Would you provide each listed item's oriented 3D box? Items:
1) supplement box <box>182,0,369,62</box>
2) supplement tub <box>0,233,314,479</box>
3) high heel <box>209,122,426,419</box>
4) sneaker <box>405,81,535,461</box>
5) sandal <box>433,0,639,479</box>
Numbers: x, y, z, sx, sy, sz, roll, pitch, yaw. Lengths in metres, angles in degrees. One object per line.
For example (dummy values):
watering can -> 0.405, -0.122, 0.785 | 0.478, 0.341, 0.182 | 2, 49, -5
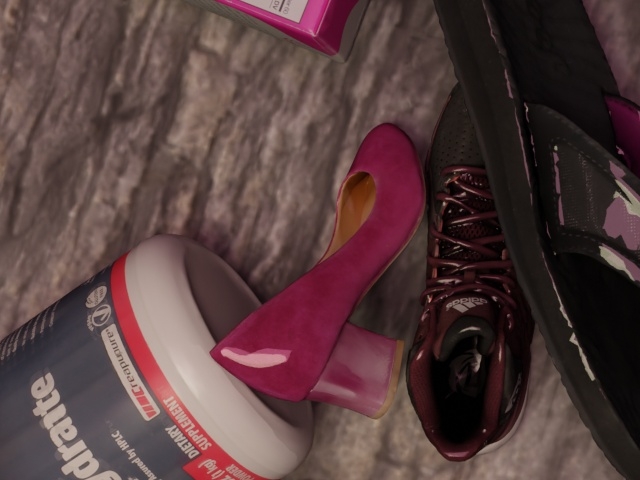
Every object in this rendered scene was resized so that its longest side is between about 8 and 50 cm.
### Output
supplement box -> -0.070, -0.224, 0.777 | 0.220, 0.111, 0.114 | 24, 94, 10
supplement tub -> -0.159, 0.139, 0.756 | 0.272, 0.191, 0.191 | -34, 83, 10
high heel -> 0.000, 0.000, 0.718 | 0.117, 0.082, 0.244 | 21, 57, -16
sneaker -> 0.112, 0.016, 0.711 | 0.106, 0.162, 0.281 | 3, 91, 12
sandal -> 0.191, -0.031, 0.677 | 0.107, 0.167, 0.446 | -23, 87, 42
